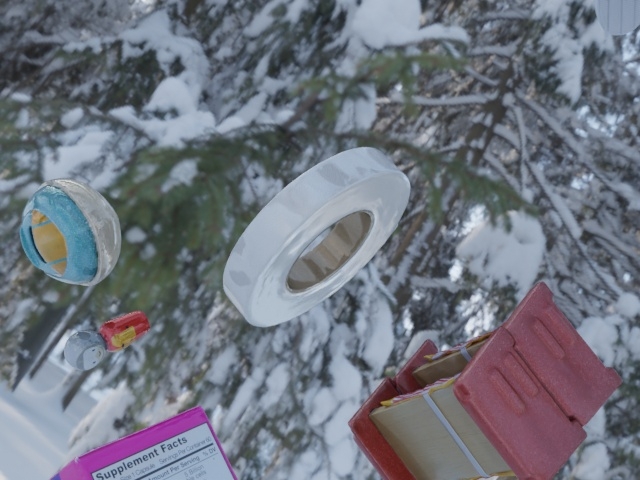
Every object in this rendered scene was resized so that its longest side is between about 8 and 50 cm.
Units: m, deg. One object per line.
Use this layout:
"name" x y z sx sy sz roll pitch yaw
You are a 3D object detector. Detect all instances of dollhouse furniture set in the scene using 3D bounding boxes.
"dollhouse furniture set" 0.219 0.255 0.664 0.374 0.152 0.201 53 -36 1

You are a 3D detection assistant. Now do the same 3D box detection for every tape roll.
"tape roll" 0.000 0.000 1.276 0.072 0.392 0.392 47 -9 21

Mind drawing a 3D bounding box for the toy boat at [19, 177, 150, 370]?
"toy boat" -0.413 0.053 1.196 0.267 0.148 0.318 -16 -81 53

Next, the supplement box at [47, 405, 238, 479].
"supplement box" -0.100 0.246 0.484 0.111 0.114 0.220 -41 -109 36

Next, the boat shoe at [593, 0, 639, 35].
"boat shoe" 0.575 -0.566 1.337 0.121 0.119 0.335 -5 -55 8
